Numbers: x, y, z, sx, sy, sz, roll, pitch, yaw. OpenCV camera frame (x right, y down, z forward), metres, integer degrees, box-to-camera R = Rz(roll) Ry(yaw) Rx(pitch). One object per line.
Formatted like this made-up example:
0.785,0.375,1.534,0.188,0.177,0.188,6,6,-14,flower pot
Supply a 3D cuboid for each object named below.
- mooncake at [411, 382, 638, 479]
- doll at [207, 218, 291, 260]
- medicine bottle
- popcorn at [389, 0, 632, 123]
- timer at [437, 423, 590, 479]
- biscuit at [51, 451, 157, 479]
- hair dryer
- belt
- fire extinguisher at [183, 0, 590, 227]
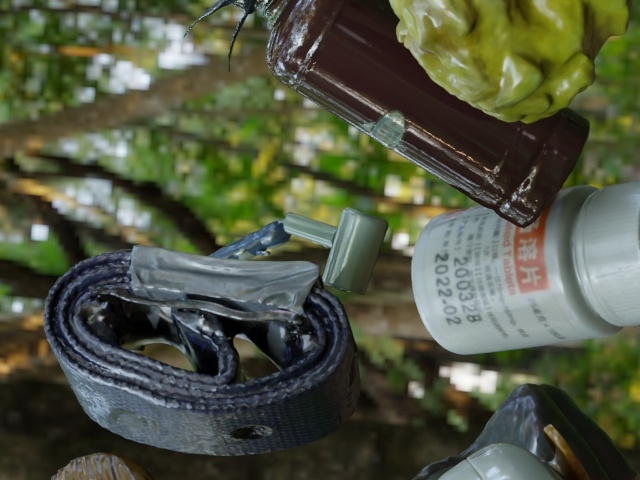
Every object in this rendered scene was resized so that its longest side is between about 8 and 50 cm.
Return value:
0.211,0.365,2.304,0.381,0.212,0.350,-46,-17,8,mooncake
-0.083,0.013,1.993,0.027,0.125,0.037,59,-168,-15,doll
0.218,0.025,1.741,0.144,0.252,0.144,11,-105,-50,medicine bottle
0.137,-0.191,1.434,0.155,0.197,0.198,-139,44,-55,popcorn
0.191,0.328,1.942,0.233,0.240,0.233,57,177,4,timer
-0.145,0.230,1.226,0.027,0.188,0.188,7,-93,-39,biscuit
0.000,0.000,1.505,0.038,0.124,0.063,18,-90,-39,hair dryer
-0.087,0.075,1.415,0.126,0.230,0.140,75,-156,-61,belt
0.057,-0.136,1.646,0.135,0.337,0.114,-56,6,18,fire extinguisher
